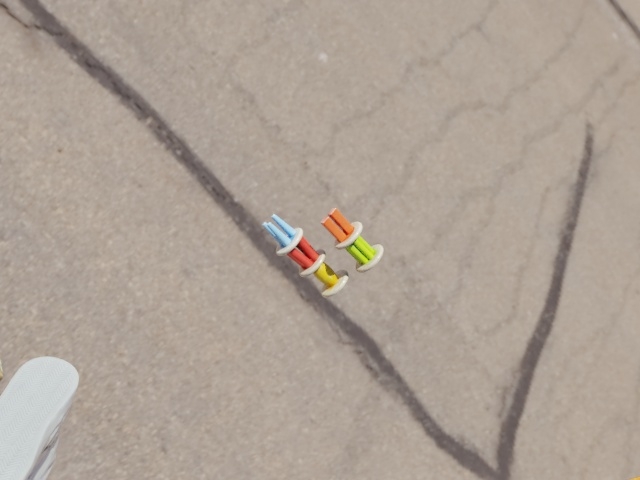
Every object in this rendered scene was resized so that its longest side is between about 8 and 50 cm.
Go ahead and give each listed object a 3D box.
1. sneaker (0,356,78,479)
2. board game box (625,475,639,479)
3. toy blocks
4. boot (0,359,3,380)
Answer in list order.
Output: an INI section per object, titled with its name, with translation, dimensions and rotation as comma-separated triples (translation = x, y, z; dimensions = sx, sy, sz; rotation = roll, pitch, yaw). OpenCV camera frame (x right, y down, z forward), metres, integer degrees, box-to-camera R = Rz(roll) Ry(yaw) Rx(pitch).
[sneaker]
translation = -0.387, 0.285, 1.065
dimensions = 0.108, 0.169, 0.292
rotation = 25, 32, 6
[board game box]
translation = 0.356, 0.449, 0.789
dimensions = 0.356, 0.356, 0.356
rotation = -8, 39, -24
[toy blocks]
translation = 0.000, 0.000, 1.312
dimensions = 0.148, 0.123, 0.054
rotation = 44, 23, -21
[boot]
translation = -0.691, 0.225, 1.574
dimensions = 0.269, 0.236, 0.089
rotation = 8, 96, -35
